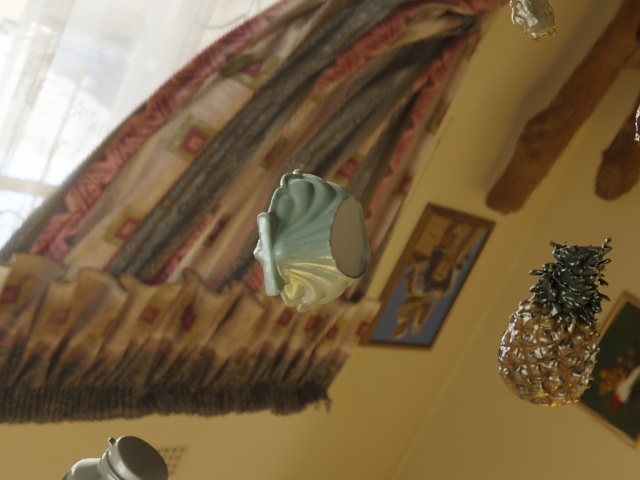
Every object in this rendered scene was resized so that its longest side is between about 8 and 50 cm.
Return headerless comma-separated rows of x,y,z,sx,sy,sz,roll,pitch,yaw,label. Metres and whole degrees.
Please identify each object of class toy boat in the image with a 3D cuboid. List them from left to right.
0.000,0.000,1.159,0.100,0.200,0.290,-8,-174,21,toy boat

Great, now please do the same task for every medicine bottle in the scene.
-0.317,0.382,1.209,0.135,0.215,0.135,40,-168,-10,medicine bottle

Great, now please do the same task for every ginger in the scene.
0.342,-0.411,1.397,0.069,0.174,0.051,-7,-176,5,ginger

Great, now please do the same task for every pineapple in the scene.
0.365,0.112,1.306,0.157,0.279,0.158,6,-152,-3,pineapple

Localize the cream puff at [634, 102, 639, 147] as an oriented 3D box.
0.529,-0.135,1.092,0.240,0.240,0.164,29,-176,12,cream puff
